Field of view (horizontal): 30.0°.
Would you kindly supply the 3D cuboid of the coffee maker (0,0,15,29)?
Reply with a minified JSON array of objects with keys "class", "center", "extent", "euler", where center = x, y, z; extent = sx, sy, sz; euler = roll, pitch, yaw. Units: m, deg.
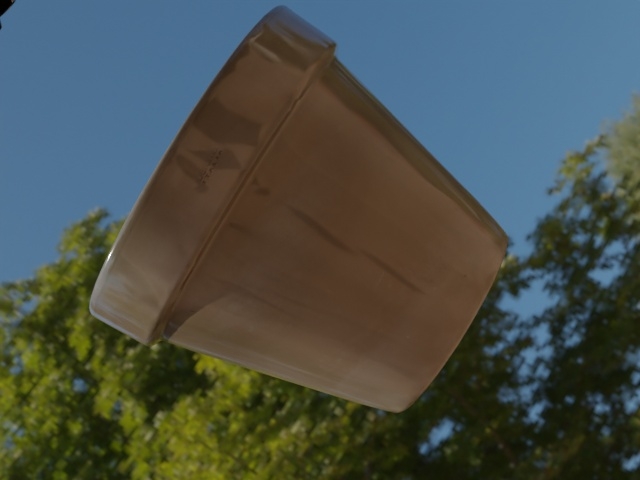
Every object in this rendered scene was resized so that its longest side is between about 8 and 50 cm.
[{"class":"coffee maker","center":[-0.299,-0.217,0.854],"extent":[0.171,0.120,0.178],"euler":[-23,-23,-22]}]

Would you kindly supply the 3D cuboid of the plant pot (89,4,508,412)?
[{"class":"plant pot","center":[0.000,0.000,1.054],"extent":[0.323,0.280,0.323],"euler":[-59,0,0]}]
